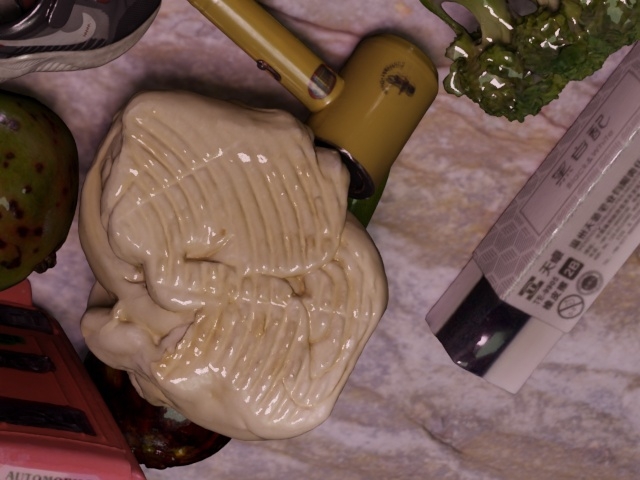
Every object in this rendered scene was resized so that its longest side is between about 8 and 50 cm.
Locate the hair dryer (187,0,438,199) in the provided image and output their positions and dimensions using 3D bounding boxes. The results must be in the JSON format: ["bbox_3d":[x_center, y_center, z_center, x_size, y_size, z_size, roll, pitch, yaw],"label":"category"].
[{"bbox_3d":[-0.024,-0.174,1.716,0.279,0.090,0.135,40,70,-18],"label":"hair dryer"}]

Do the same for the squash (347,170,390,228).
[{"bbox_3d":[0.000,0.000,1.844,0.066,0.066,0.252,20,113,-27],"label":"squash"}]

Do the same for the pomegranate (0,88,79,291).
[{"bbox_3d":[-0.324,-0.058,1.648,0.248,0.202,0.202,40,104,-2],"label":"pomegranate"}]

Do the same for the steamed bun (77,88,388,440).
[{"bbox_3d":[-0.089,0.022,1.698,0.289,0.203,0.276,30,78,-2],"label":"steamed bun"}]

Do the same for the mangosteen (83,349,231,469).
[{"bbox_3d":[-0.153,0.127,1.830,0.173,0.184,0.172,-9,167,-2],"label":"mangosteen"}]

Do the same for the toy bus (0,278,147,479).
[{"bbox_3d":[-0.296,0.194,1.660,0.203,0.427,0.233,11,105,-23],"label":"toy bus"}]

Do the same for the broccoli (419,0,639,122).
[{"bbox_3d":[0.171,-0.242,1.705,0.302,0.186,0.254,-15,108,27],"label":"broccoli"}]

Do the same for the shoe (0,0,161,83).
[{"bbox_3d":[-0.231,-0.200,1.594,0.228,0.099,0.112,-21,161,-22],"label":"shoe"}]

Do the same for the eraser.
[{"bbox_3d":[0.268,-0.036,1.888,0.098,0.096,0.404,27,110,-30],"label":"eraser"}]
